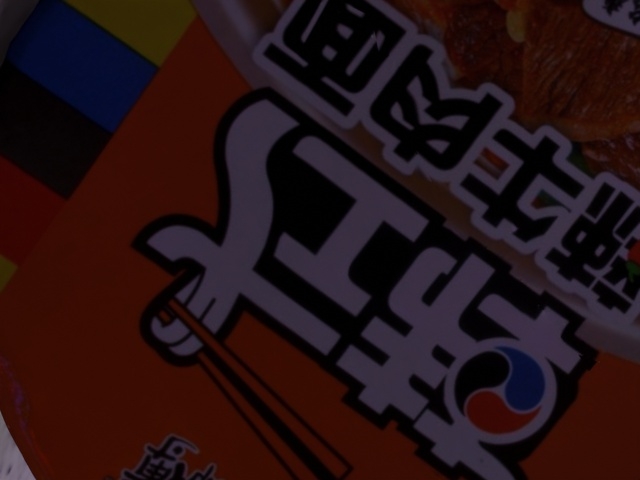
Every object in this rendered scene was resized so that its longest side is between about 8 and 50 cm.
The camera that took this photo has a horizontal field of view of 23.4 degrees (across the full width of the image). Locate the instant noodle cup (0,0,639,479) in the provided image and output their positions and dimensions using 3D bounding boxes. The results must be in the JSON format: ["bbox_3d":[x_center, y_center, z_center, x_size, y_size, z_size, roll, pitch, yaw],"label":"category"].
[{"bbox_3d":[0.029,-0.012,0.510,0.192,0.250,0.250,-79,-176,-77],"label":"instant noodle cup"}]
